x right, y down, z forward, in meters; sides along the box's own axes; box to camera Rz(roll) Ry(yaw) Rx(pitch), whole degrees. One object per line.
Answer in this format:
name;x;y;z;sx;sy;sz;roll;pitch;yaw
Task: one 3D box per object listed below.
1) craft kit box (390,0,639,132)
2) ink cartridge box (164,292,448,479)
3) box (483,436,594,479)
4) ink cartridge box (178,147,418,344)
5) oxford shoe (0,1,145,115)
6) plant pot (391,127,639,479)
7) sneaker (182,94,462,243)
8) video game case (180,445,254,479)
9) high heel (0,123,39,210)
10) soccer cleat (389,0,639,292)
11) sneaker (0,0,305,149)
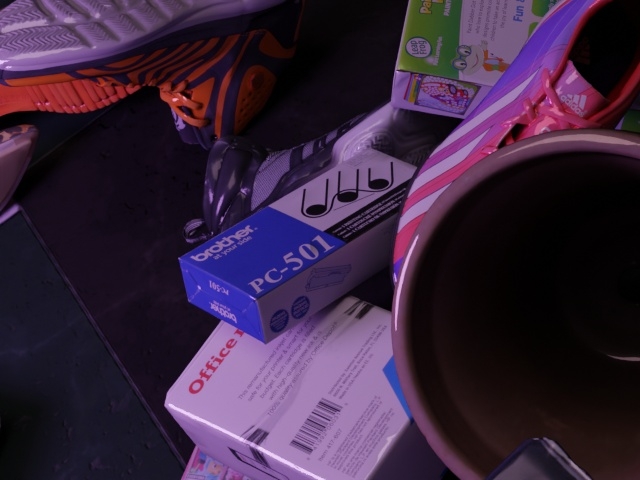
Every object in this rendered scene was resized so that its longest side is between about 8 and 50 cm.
craft kit box;0.200;-0.203;1.385;0.247;0.061;0.249;12;55;1
ink cartridge box;0.005;0.123;1.230;0.203;0.086;0.148;21;64;38
box;0.057;0.345;0.881;0.395;0.293;0.212;-42;68;-10
ink cartridge box;0.000;0.000;1.260;0.207;0.046;0.097;-31;38;-30
oxford shoe;-0.291;-0.200;1.639;0.364;0.130;0.132;-12;26;18
plant pot;0.201;0.046;1.104;0.263;0.229;0.263;3;99;18
sneaker;-0.006;-0.069;1.413;0.268;0.101;0.153;-45;48;-11
video game case;0.000;0.161;1.278;0.212;0.023;0.193;4;56;30
high heel;-0.415;-0.074;1.632;0.261;0.093;0.186;-38;48;2
soccer cleat;0.161;-0.075;1.214;0.318;0.109;0.116;-54;6;-14
sneaker;-0.156;-0.155;1.488;0.321;0.180;0.124;-16;44;-21
